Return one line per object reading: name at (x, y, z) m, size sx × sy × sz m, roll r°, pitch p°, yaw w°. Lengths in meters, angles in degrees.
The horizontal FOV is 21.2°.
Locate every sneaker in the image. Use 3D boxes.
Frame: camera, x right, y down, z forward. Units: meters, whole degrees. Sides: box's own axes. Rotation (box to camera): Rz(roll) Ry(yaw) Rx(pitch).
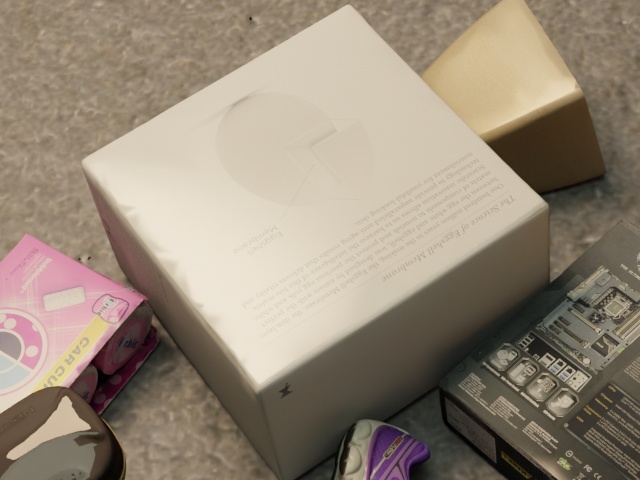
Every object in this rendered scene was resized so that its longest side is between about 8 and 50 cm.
sneaker at (0.036, 0.192, 1.061) m, size 0.071 × 0.068 × 0.170 m, roll 15°, pitch 63°, yaw -4°

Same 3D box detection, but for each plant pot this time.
plant pot at (0.131, -0.092, 1.223) m, size 0.096 × 0.109 × 0.109 m, roll -27°, pitch 56°, yaw 2°

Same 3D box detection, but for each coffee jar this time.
coffee jar at (-0.154, 0.166, 1.027) m, size 0.096 × 0.184 × 0.079 m, roll -36°, pitch 58°, yaw -16°

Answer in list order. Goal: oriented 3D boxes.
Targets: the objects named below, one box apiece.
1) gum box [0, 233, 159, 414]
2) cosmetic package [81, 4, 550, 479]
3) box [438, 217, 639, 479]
gum box at (-0.206, 0.092, 1.160) m, size 0.107 × 0.062 × 0.188 m, roll 27°, pitch 63°, yaw 23°
cosmetic package at (0.000, 0.000, 1.151) m, size 0.224 × 0.138 × 0.225 m, roll -31°, pitch 56°, yaw -14°
box at (0.220, 0.114, 1.090) m, size 0.183 × 0.059 × 0.232 m, roll -40°, pitch 59°, yaw -19°
